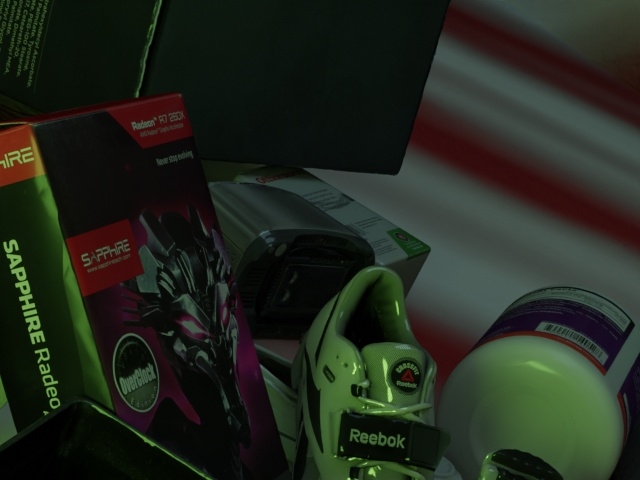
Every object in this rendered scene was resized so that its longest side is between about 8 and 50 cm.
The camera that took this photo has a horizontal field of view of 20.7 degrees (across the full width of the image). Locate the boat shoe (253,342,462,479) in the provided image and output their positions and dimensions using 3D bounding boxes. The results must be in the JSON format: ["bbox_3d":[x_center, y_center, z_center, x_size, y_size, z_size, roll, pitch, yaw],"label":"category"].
[{"bbox_3d":[0.023,0.171,1.620,0.258,0.084,0.095,23,19,-10],"label":"boat shoe"}]

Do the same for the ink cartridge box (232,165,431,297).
[{"bbox_3d":[0.000,0.000,2.023,0.208,0.086,0.153,33,20,18],"label":"ink cartridge box"}]

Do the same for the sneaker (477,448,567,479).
[{"bbox_3d":[0.144,0.307,1.408,0.110,0.118,0.292,27,38,-11],"label":"sneaker"}]

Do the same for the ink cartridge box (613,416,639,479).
[{"bbox_3d":[0.433,0.156,1.894,0.151,0.270,0.395,24,20,-11],"label":"ink cartridge box"}]

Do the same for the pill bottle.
[{"bbox_3d":[0.239,0.151,1.799,0.181,0.181,0.323,30,19,10],"label":"pill bottle"}]

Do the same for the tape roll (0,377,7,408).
[{"bbox_3d":[-0.318,0.045,1.312,0.219,0.219,0.072,23,20,-10],"label":"tape roll"}]

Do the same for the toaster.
[{"bbox_3d":[-0.051,0.017,1.859,0.227,0.129,0.146,3,28,-45],"label":"toaster"}]

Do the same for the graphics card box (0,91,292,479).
[{"bbox_3d":[-0.138,0.083,1.291,0.094,0.370,0.233,-13,4,23],"label":"graphics card box"}]

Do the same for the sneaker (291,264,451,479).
[{"bbox_3d":[0.042,0.162,1.475,0.122,0.146,0.330,7,48,-18],"label":"sneaker"}]

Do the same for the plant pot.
[{"bbox_3d":[-0.147,0.238,1.104,0.188,0.167,0.187,30,23,12],"label":"plant pot"}]

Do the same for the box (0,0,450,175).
[{"bbox_3d":[-0.180,-0.293,2.116,0.472,0.297,0.480,23,14,39],"label":"box"}]
